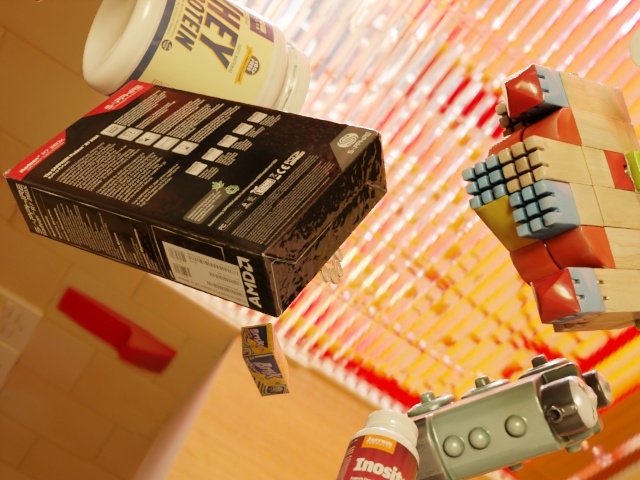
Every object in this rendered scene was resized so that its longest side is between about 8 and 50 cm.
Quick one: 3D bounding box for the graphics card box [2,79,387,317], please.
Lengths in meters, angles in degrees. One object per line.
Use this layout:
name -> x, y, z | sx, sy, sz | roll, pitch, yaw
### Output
graphics card box -> -0.139, -0.065, 0.987 | 0.233, 0.370, 0.094 | -48, 141, -39

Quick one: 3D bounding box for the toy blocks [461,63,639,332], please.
toy blocks -> 0.280, -0.045, 1.010 | 0.190, 0.260, 0.382 | -27, -112, 44

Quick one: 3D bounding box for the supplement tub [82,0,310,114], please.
supplement tub -> -0.203, -0.299, 1.469 | 0.235, 0.324, 0.235 | -31, -132, 42

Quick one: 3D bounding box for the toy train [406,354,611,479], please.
toy train -> 0.230, 0.259, 1.201 | 0.333, 0.142, 0.190 | -23, 171, 22

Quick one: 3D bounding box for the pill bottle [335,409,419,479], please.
pill bottle -> 0.062, 0.268, 0.987 | 0.086, 0.086, 0.152 | -50, -170, 41

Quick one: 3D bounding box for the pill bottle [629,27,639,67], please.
pill bottle -> 0.396, -0.213, 0.978 | 0.120, 0.067, 0.067 | -7, 147, -43

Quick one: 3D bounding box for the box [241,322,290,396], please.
box -> -0.092, 0.206, 1.497 | 0.169, 0.054, 0.059 | 75, 7, -56

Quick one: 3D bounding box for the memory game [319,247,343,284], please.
memory game -> 0.000, 0.000, 1.736 | 0.012, 0.186, 0.186 | -19, -155, 21
